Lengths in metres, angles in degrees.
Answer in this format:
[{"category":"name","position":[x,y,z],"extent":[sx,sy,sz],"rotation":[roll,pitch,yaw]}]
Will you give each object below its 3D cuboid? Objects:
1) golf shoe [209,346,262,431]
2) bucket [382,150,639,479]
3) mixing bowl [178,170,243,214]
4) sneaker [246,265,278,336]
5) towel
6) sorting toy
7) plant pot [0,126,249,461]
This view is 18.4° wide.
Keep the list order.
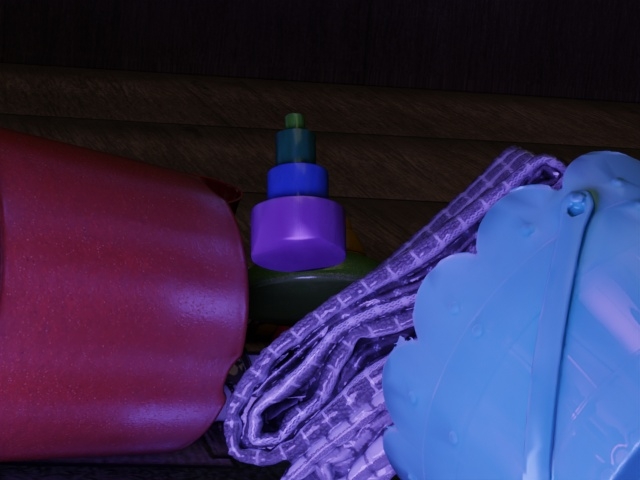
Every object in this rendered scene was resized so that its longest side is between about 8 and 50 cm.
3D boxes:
[{"category":"golf shoe","position":[-0.046,0.117,1.466],"extent":[0.198,0.077,0.094],"rotation":[5,21,29]},{"category":"bucket","position":[0.189,0.109,1.102],"extent":[0.281,0.281,0.183],"rotation":[-1,28,-28]},{"category":"mixing bowl","position":[-0.168,-0.007,1.884],"extent":[0.181,0.098,0.181],"rotation":[6,13,-1]},{"category":"sneaker","position":[-0.088,0.059,1.720],"extent":[0.185,0.070,0.084],"rotation":[2,20,11]},{"category":"towel","position":[0.072,0.052,1.270],"extent":[0.121,0.283,0.235],"rotation":[50,2,5]},{"category":"sorting toy","position":[0.000,0.000,1.500],"extent":[0.127,0.126,0.365],"rotation":[-3,-19,6]},{"category":"plant pot","position":[-0.209,0.038,1.337],"extent":[0.265,0.272,0.272],"rotation":[6,10,-34]}]
